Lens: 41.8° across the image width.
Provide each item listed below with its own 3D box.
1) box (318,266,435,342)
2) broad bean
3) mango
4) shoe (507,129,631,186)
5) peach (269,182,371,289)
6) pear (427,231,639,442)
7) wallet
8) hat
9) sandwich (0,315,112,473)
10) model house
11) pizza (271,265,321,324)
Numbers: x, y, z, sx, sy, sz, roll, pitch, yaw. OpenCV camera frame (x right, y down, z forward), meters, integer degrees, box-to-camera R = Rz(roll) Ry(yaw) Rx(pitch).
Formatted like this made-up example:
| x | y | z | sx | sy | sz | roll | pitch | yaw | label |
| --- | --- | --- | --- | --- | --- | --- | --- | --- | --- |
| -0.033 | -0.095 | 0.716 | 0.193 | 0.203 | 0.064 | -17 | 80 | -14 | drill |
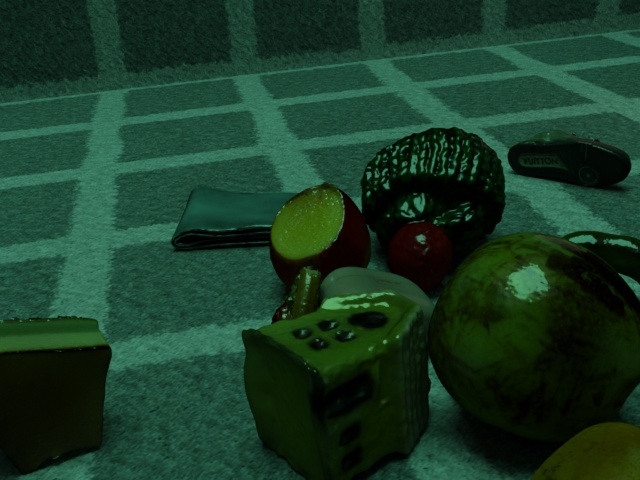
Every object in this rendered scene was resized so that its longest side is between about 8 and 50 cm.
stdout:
| x | y | z | sx | sy | sz | roll | pitch | yaw | label |
| --- | --- | --- | --- | --- | --- | --- | --- | --- | --- |
| 0.091 | 0.105 | 1.295 | 0.200 | 0.088 | 0.146 | 12 | 26 | -37 | box |
| 0.436 | 0.069 | 1.183 | 0.292 | 0.144 | 0.049 | 25 | -5 | 18 | broad bean |
| 0.287 | 0.288 | 0.871 | 0.154 | 0.126 | 0.252 | 2 | 23 | 44 | mango |
| 0.594 | -0.206 | 1.942 | 0.293 | 0.109 | 0.149 | 10 | 33 | 40 | shoe |
| 0.000 | 0.000 | 1.495 | 0.190 | 0.192 | 0.190 | -12 | 15 | 3 | peach |
| 0.281 | 0.124 | 1.071 | 0.283 | 0.283 | 0.283 | -4 | 24 | 2 | pear |
| -0.163 | -0.056 | 1.822 | 0.290 | 0.054 | 0.251 | -2 | 25 | 2 | wallet |
| 0.208 | -0.034 | 1.556 | 0.274 | 0.242 | 0.332 | -18 | 41 | 27 | hat |
| -0.402 | 0.205 | 1.111 | 0.220 | 0.186 | 0.108 | 2 | 18 | -29 | sandwich |
| 0.040 | 0.177 | 1.086 | 0.234 | 0.193 | 0.175 | -23 | 27 | -35 | model house |
| -0.049 | 0.132 | 1.295 | 0.062 | 0.188 | 0.199 | 15 | -9 | -6 | pizza |
